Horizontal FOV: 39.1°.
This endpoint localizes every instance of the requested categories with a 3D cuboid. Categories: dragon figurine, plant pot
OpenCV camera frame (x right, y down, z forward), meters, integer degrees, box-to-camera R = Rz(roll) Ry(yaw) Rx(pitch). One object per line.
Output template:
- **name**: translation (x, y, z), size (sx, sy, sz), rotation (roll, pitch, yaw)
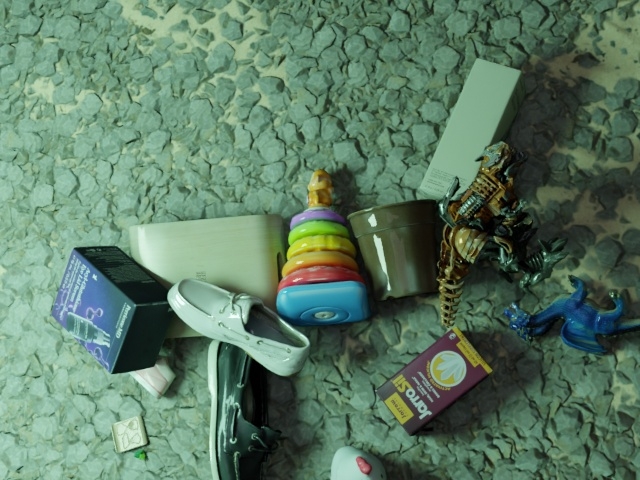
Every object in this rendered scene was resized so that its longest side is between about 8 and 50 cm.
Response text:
- **dragon figurine**: translation (0.472, 0.155, 1.586), size (0.289, 0.085, 0.144), rotation (24, 85, 18)
- **plant pot**: translation (0.144, 0.022, 1.637), size (0.167, 0.167, 0.165), rotation (-11, 83, 7)

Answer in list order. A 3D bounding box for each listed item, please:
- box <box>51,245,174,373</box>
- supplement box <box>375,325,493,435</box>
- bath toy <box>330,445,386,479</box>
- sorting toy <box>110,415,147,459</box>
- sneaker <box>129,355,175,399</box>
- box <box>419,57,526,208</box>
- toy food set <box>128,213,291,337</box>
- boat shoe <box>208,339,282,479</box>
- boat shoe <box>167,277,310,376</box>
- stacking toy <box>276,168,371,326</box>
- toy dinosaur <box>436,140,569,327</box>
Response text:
- **box**: translation (-0.382, 0.124, 1.669), size (0.207, 0.108, 0.153), rotation (34, 112, 32)
- **supplement box**: translation (0.203, 0.252, 1.612), size (0.188, 0.081, 0.104), rotation (-39, 75, 0)
- **bath toy**: translation (-0.023, 0.478, 1.525), size (0.348, 0.129, 0.151), rotation (-33, 76, -21)
- **sorting toy**: translation (-0.360, 0.381, 1.710), size (0.062, 0.012, 0.083), rotation (-17, 72, 0)
- **sneaker**: translation (-0.333, 0.236, 1.721), size (0.134, 0.051, 0.070), rotation (38, 79, 16)
- **box**: translation (0.286, -0.187, 1.676), size (0.094, 0.113, 0.275), rotation (22, 84, 21)
- **toy food set**: translation (-0.216, 0.070, 1.727), size (0.306, 0.092, 0.220), rotation (-5, 89, 9)
- **boat shoe**: translation (-0.126, 0.336, 1.625), size (0.113, 0.127, 0.340), rotation (-13, 66, 18)
- **boat shoe**: translation (-0.138, 0.133, 1.602), size (0.277, 0.096, 0.098), rotation (28, 46, 1)
- **stacking toy**: translation (0.000, 0.000, 1.678), size (0.166, 0.175, 0.302), rotation (-5, 66, 5)
- **toy dinosaur**: translation (0.288, -0.007, 1.584), size (0.218, 0.164, 0.322), rotation (18, 122, -20)
